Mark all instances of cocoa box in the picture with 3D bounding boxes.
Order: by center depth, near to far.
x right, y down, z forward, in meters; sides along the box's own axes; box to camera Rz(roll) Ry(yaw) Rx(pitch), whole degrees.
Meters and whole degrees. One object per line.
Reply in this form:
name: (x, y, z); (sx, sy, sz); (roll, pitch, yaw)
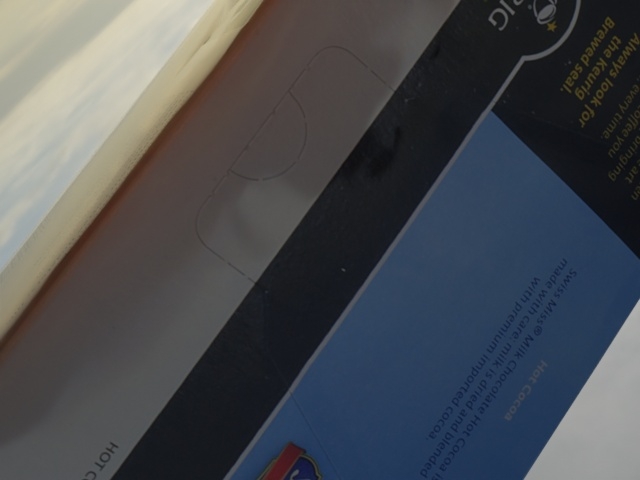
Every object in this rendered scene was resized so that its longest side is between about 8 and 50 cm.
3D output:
cocoa box: (0.000, 0.000, 0.448); (0.347, 0.228, 0.231); (-54, -160, -8)
